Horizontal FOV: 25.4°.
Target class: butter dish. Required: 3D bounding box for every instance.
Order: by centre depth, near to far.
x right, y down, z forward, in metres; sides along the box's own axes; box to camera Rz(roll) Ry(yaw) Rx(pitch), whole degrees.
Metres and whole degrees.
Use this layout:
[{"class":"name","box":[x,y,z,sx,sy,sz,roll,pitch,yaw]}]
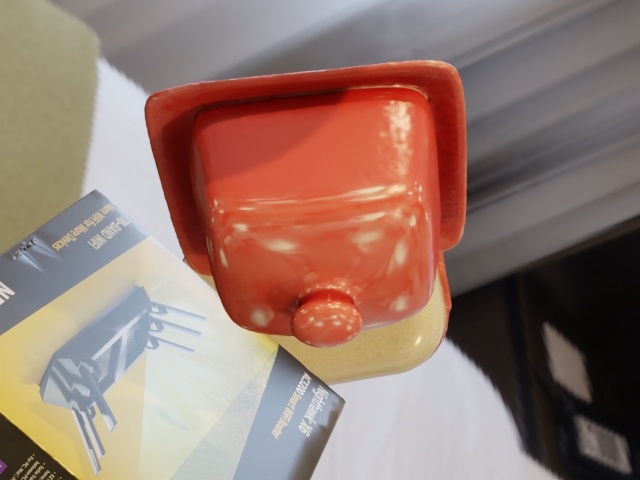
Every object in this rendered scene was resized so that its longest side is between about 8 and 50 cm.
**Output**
[{"class":"butter dish","box":[0.000,0.000,0.715,0.160,0.159,0.118,82,2,-52]}]

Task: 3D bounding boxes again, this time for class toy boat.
[{"class":"toy boat","box":[-0.007,0.041,1.207,0.151,0.231,0.151,-61,141,-80]}]

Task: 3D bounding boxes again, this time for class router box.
[{"class":"router box","box":[-0.124,0.107,0.897,0.243,0.081,0.309,41,20,-3]}]
